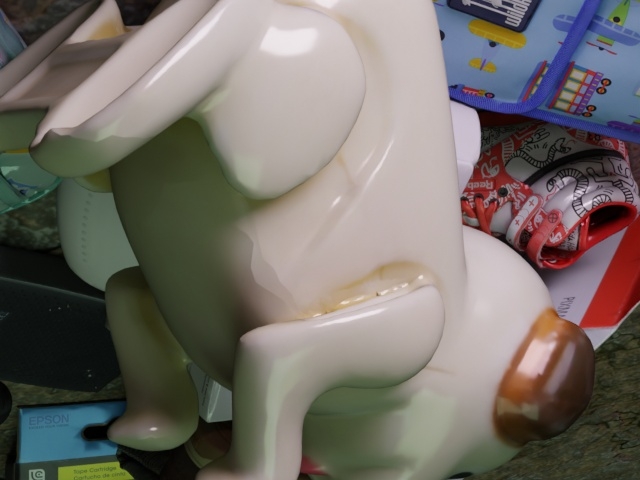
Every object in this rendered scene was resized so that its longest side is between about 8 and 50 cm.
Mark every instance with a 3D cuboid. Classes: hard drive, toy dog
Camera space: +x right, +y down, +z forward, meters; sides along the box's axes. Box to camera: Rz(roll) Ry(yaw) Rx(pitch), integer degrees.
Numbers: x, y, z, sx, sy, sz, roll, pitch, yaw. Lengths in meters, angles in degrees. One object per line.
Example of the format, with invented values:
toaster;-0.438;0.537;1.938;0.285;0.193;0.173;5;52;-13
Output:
hard drive;-0.284;0.077;1.208;0.254;0.054;0.172;18;136;-40
toy dog;0.000;0.000;0.825;0.284;0.395;0.408;-5;127;48

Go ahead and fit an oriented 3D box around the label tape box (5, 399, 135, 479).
label tape box;-0.263;0.336;1.535;0.240;0.106;0.334;-2;105;-20

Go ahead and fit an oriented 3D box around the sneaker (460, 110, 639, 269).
sneaker;0.151;-0.038;1.117;0.270;0.145;0.090;-15;148;1

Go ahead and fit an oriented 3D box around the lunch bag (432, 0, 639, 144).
lunch bag;0.176;-0.202;0.917;0.293;0.138;0.221;8;143;-9

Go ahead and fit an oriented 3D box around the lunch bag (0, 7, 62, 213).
lunch bag;-0.312;-0.106;0.855;0.224;0.108;0.279;-18;148;6

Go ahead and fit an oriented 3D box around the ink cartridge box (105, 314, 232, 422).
ink cartridge box;-0.090;0.083;1.141;0.139;0.190;0.082;1;111;-40

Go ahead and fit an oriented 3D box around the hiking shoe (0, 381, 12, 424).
hiking shoe;-0.418;0.196;1.335;0.226;0.086;0.114;-18;162;17

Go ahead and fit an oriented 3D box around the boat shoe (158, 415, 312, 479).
boat shoe;0.010;0.258;1.156;0.342;0.123;0.123;24;116;-22

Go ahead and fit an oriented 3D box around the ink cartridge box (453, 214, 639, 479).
ink cartridge box;0.239;0.037;1.186;0.385;0.091;0.308;-53;174;30

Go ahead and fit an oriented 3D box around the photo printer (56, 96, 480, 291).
photo printer;-0.057;-0.044;1.015;0.307;0.107;0.256;11;137;-17

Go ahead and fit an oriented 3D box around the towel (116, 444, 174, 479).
towel;-0.042;0.232;1.358;0.312;0.056;0.324;-9;-178;-21
